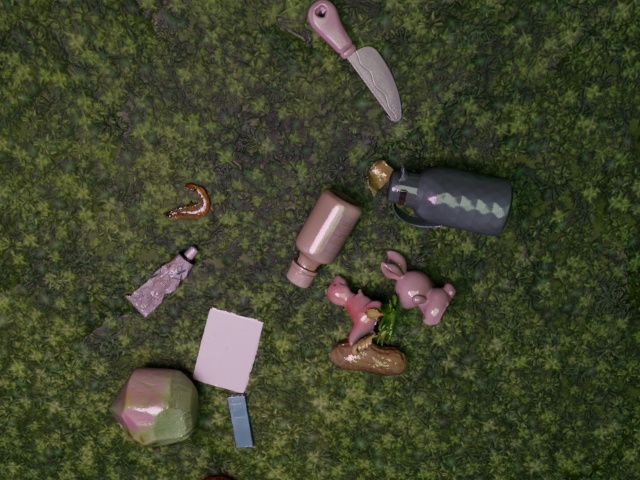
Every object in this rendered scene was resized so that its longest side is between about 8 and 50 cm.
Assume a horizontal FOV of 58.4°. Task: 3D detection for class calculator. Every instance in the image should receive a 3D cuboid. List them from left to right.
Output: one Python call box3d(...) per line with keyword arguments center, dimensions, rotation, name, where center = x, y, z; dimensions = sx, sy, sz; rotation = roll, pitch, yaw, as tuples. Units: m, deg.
box3d(center=(-0.229, 0.515, 1.634), dimensions=(0.057, 0.018, 0.172), rotation=(-6, 105, 6), name="calculator")

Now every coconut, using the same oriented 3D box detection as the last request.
box3d(center=(-0.449, 0.444, 1.534), dimensions=(0.235, 0.236, 0.205), rotation=(-3, 71, 4), name="coconut")

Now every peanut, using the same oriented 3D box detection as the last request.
box3d(center=(0.130, 0.313, 1.524), dimensions=(0.213, 0.099, 0.100), rotation=(16, 106, -1), name="peanut")

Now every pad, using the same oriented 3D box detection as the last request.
box3d(center=(-0.257, 0.307, 1.586), dimensions=(0.156, 0.004, 0.232), rotation=(17, 105, -1), name="pad")

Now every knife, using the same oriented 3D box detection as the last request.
box3d(center=(0.097, -0.429, 1.359), dimensions=(0.081, 0.043, 0.336), rotation=(-42, 106, 6), name="knife")

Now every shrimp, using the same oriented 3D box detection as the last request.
box3d(center=(-0.348, -0.095, 1.470), dimensions=(0.126, 0.025, 0.091), rotation=(-17, 104, 3), name="shrimp")

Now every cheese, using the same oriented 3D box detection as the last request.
box3d(center=(0.141, -0.155, 1.421), dimensions=(0.060, 0.041, 0.084), rotation=(41, 88, -15), name="cheese")

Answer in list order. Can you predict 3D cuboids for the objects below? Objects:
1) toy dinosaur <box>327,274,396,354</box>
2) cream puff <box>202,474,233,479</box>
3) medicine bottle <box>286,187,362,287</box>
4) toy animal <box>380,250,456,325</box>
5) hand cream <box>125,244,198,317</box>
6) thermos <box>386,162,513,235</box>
box3d(center=(0.099, 0.177, 1.441), dimensions=(0.176, 0.152, 0.194), rotation=(5, 68, 4), name="toy dinosaur")
box3d(center=(-0.299, 0.747, 1.669), dimensions=(0.148, 0.084, 0.149), rotation=(0, 108, 0), name="cream puff")
box3d(center=(0.000, 0.000, 1.432), dimensions=(0.114, 0.114, 0.252), rotation=(29, 104, -5), name="medicine bottle")
box3d(center=(0.235, 0.122, 1.466), dimensions=(0.212, 0.124, 0.124), rotation=(38, 105, 14), name="toy animal")
box3d(center=(-0.414, 0.106, 1.520), dimensions=(0.257, 0.050, 0.084), rotation=(-41, 103, 15), name="hand cream")
box3d(center=(0.301, -0.096, 1.386), dimensions=(0.286, 0.145, 0.182), rotation=(11, 139, 2), name="thermos")
